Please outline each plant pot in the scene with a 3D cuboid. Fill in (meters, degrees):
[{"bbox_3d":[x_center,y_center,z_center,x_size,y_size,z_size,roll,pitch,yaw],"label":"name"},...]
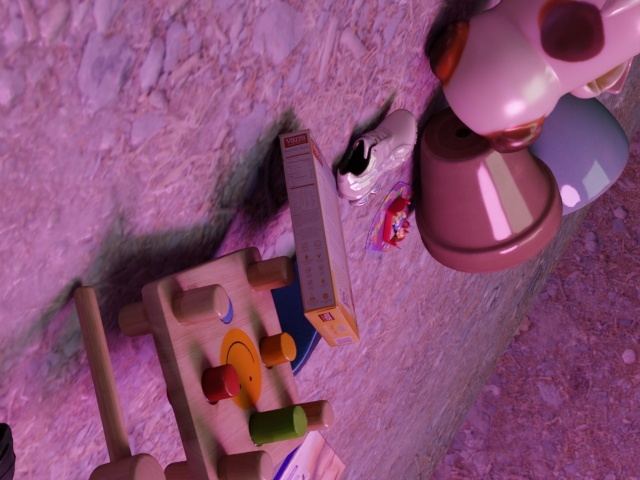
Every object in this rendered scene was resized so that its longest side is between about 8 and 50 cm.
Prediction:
[{"bbox_3d":[0.425,-0.207,1.999,0.290,0.290,0.195,-53,125,-24],"label":"plant pot"},{"bbox_3d":[0.275,-0.112,1.781,0.263,0.263,0.229,-52,141,-24],"label":"plant pot"}]

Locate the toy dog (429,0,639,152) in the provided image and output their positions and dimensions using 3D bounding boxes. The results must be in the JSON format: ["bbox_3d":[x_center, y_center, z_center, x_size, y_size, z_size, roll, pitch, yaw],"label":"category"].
[{"bbox_3d":[0.375,-0.311,1.570,0.408,0.284,0.395,-36,-160,26],"label":"toy dog"}]

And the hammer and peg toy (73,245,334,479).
[{"bbox_3d":[-0.120,0.149,1.126,0.361,0.127,0.266,-20,96,-67],"label":"hammer and peg toy"}]

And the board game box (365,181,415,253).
[{"bbox_3d":[0.138,-0.032,1.812,0.133,0.033,0.168,-65,160,6],"label":"board game box"}]

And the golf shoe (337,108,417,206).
[{"bbox_3d":[0.084,-0.135,1.515,0.176,0.069,0.086,-57,153,-18],"label":"golf shoe"}]

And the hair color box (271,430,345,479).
[{"bbox_3d":[-0.067,0.410,1.775,0.185,0.110,0.339,-58,161,-14],"label":"hair color box"}]

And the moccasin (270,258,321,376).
[{"bbox_3d":[-0.055,0.153,1.441,0.342,0.137,0.117,-42,156,-42],"label":"moccasin"}]

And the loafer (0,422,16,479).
[{"bbox_3d":[-0.355,0.224,0.912,0.223,0.076,0.078,-26,134,-65],"label":"loafer"}]

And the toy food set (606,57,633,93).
[{"bbox_3d":[0.454,-0.400,1.827,0.092,0.219,0.306,-59,161,-24],"label":"toy food set"}]

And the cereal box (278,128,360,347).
[{"bbox_3d":[0.000,0.000,1.312,0.173,0.047,0.240,59,21,-67],"label":"cereal box"}]
